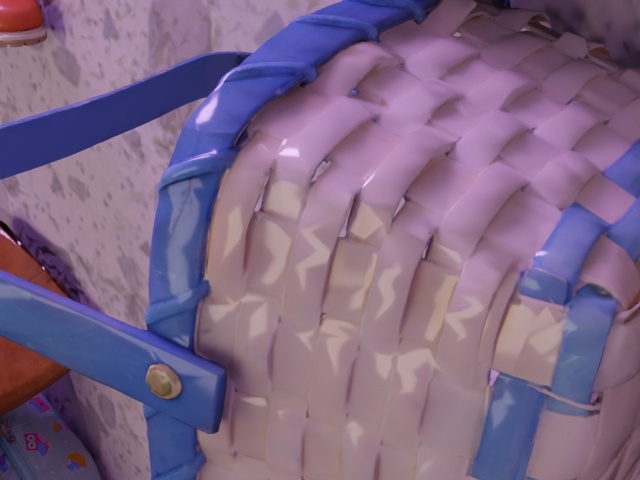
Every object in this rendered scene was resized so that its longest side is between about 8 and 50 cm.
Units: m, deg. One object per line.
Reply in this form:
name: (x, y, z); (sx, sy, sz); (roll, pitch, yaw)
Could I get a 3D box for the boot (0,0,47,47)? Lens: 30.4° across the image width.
boot: (-0.236, -0.189, 0.792); (0.158, 0.059, 0.085); (39, 131, 31)

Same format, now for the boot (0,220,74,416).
boot: (-0.271, 0.159, 0.880); (0.264, 0.280, 0.096); (48, 170, 27)

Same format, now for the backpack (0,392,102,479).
backpack: (-0.281, 0.206, 0.985); (0.188, 0.144, 0.166); (40, 116, 16)

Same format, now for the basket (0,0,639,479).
basket: (0.000, 0.000, 0.456); (0.289, 0.254, 0.201); (27, 125, 25)
